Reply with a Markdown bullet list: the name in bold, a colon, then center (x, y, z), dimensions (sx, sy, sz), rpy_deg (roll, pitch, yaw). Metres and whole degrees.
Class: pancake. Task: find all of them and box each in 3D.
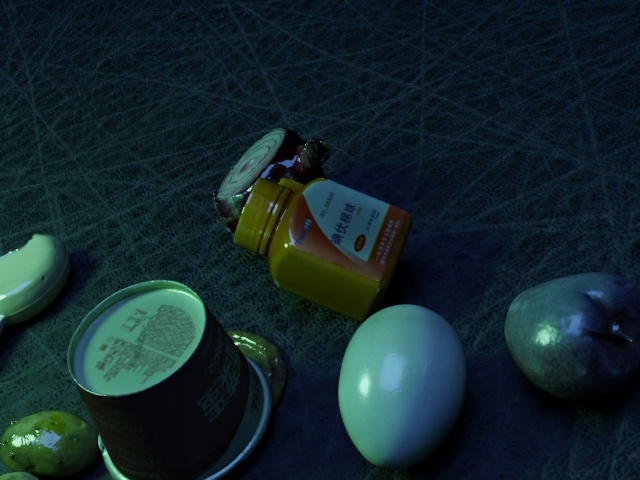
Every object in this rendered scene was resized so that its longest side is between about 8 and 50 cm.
- **pancake**: center (-0.138, 0.193, 1.364), dimensions (0.199, 0.021, 0.199), rpy_deg (-11, 39, 9)

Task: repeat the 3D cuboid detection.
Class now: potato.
- **potato**: center (-0.361, 0.269, 1.329), dimensions (0.137, 0.070, 0.092), rpy_deg (-6, 41, 16)

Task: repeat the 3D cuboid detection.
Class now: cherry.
- **cherry**: center (0.300, 0.114, 1.184), dimensions (0.176, 0.140, 0.176), rpy_deg (-27, 16, 9)

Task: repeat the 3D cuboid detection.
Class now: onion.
- **onion**: center (-0.049, -0.087, 1.522), dimensions (0.218, 0.140, 0.195), rpy_deg (-28, 17, 39)

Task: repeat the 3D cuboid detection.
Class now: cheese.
- **cheese**: center (-0.483, 0.094, 1.586), dimensions (0.163, 0.071, 0.249), rpy_deg (-16, 38, 7)

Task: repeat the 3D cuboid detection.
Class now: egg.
- **egg**: center (0.096, 0.173, 1.189), dimensions (0.151, 0.151, 0.209), rpy_deg (-2, 50, 21)

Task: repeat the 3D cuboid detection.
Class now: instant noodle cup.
- **instant noodle cup**: center (-0.196, 0.174, 1.250), dimensions (0.234, 0.178, 0.235), rpy_deg (-10, 44, 10)

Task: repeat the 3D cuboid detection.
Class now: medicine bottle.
- **medicine bottle**: center (0.000, 0.000, 1.392), dimensions (0.222, 0.112, 0.149), rpy_deg (22, 54, 3)

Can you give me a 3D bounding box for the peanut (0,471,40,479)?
- **peanut**: center (-0.456, 0.388, 1.176), dimensions (0.313, 0.152, 0.152), rpy_deg (-30, 39, -22)
